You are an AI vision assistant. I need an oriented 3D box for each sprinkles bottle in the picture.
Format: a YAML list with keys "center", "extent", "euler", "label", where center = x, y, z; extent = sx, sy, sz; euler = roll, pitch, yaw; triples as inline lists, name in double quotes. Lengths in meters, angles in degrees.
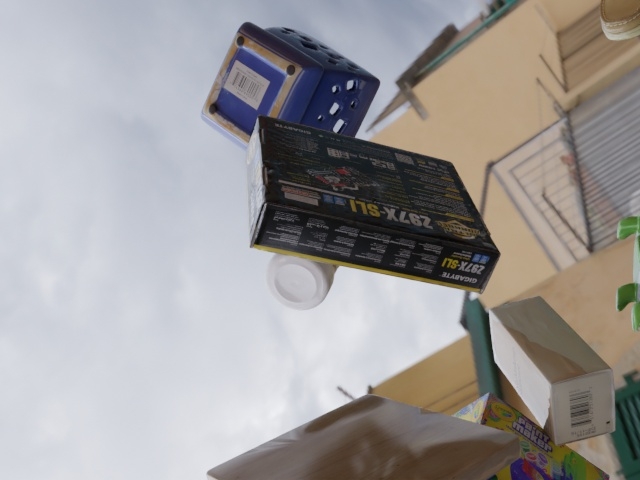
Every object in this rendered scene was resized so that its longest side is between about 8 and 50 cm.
- center: [0.000, 0.000, 1.505]
  extent: [0.121, 0.121, 0.355]
  euler: [49, -152, -11]
  label: "sprinkles bottle"

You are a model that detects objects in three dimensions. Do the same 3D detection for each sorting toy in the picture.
- center: [0.049, 0.280, 0.858]
  extent: [0.257, 0.255, 0.089]
  euler: [-17, -78, -35]
  label: "sorting toy"

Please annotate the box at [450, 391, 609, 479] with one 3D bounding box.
- center: [0.343, 0.487, 1.484]
  extent: [0.290, 0.279, 0.177]
  euler: [35, -133, -4]
  label: "box"

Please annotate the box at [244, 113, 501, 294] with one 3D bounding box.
- center: [0.060, -0.056, 1.061]
  extent: [0.322, 0.079, 0.257]
  euler: [11, -147, -15]
  label: "box"

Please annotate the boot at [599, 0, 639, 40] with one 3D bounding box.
- center: [0.397, -0.417, 0.997]
  extent: [0.203, 0.095, 0.261]
  euler: [38, -111, -41]
  label: "boot"

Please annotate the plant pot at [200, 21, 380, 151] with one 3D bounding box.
- center: [-0.070, -0.261, 1.415]
  extent: [0.236, 0.236, 0.212]
  euler: [37, -161, 28]
  label: "plant pot"

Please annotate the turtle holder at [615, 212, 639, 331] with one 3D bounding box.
- center: [0.677, 0.025, 1.399]
  extent: [0.243, 0.228, 0.320]
  euler: [45, -134, -74]
  label: "turtle holder"

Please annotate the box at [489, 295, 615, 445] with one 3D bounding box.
- center: [0.449, 0.246, 1.509]
  extent: [0.311, 0.121, 0.147]
  euler: [-114, 11, -69]
  label: "box"
